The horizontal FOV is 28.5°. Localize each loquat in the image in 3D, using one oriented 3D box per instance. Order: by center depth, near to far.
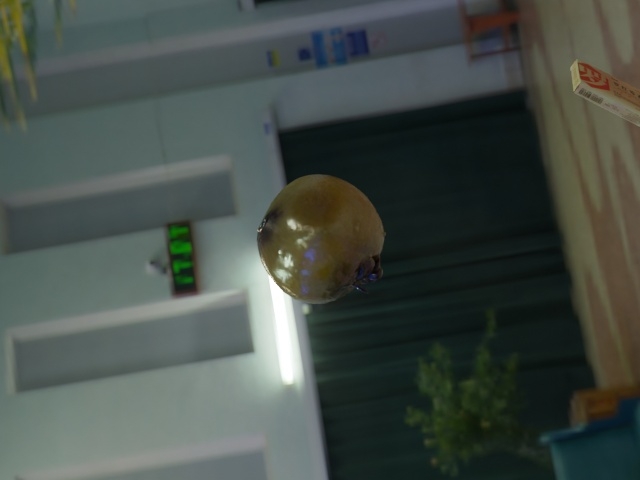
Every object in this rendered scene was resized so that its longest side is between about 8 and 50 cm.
[{"bbox_3d":[0.000,0.000,1.443,0.137,0.163,0.163,-12,-87,-55],"label":"loquat"}]

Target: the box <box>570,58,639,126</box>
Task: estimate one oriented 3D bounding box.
[{"bbox_3d":[0.300,-0.149,1.291,0.015,0.093,0.058,-58,11,34],"label":"box"}]
